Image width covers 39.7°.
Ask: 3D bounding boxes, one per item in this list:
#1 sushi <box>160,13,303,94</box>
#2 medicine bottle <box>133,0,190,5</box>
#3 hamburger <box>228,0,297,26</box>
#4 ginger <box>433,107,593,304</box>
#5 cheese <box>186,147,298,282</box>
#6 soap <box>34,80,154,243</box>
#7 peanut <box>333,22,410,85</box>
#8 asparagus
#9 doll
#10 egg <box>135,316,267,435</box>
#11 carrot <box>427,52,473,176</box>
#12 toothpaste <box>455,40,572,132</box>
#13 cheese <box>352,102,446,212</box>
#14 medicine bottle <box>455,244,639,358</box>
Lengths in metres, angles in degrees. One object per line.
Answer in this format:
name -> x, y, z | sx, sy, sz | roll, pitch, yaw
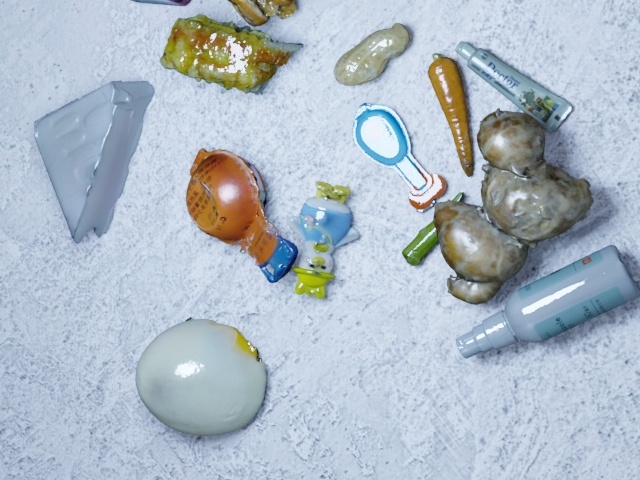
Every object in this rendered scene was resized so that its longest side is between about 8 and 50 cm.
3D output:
sushi -> -0.188, -0.382, 1.833 | 0.274, 0.184, 0.139 | 21, 104, 12
medicine bottle -> -0.325, -0.569, 1.909 | 0.188, 0.094, 0.119 | 9, 98, 18
hamburger -> -0.129, -0.580, 1.776 | 0.211, 0.245, 0.260 | -31, 55, 20
ginger -> 0.343, -0.046, 1.677 | 0.256, 0.176, 0.375 | 31, 112, 5
cheese -> -0.171, -0.057, 1.849 | 0.329, 0.129, 0.217 | 48, 132, 20
soap -> -0.463, -0.180, 1.953 | 0.258, 0.159, 0.302 | -22, 88, 16
peanut -> 0.106, -0.370, 1.788 | 0.174, 0.080, 0.080 | -35, 82, 15
asparagus -> 0.235, -0.024, 1.783 | 0.178, 0.041, 0.045 | -48, 34, 15
doll -> 0.001, 0.000, 1.834 | 0.099, 0.135, 0.241 | 18, 98, 50
egg -> -0.269, 0.310, 1.904 | 0.286, 0.174, 0.264 | 13, 101, 14
carrot -> 0.267, -0.250, 1.750 | 0.061, 0.061, 0.256 | -16, 90, 19
toothpaste -> 0.369, -0.307, 1.724 | 0.255, 0.037, 0.067 | 39, 104, 9
cheese -> 0.155, -0.174, 1.803 | 0.106, 0.037, 0.256 | -41, 82, 18
medicine bottle -> 0.423, 0.132, 1.690 | 0.352, 0.110, 0.110 | -29, 84, 18
